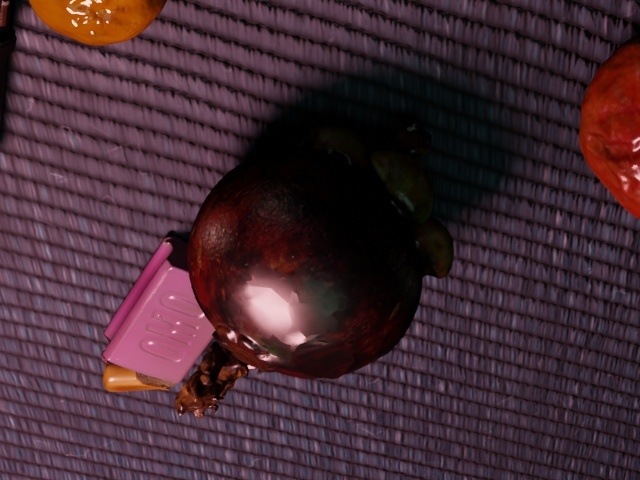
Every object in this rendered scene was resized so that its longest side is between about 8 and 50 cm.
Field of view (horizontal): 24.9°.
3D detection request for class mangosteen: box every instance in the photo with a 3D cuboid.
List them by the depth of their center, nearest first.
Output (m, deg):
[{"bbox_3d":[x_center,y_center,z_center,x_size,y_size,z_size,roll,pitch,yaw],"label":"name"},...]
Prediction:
[{"bbox_3d":[-0.007,0.015,1.710,0.311,0.311,0.311,-2,133,-3],"label":"mangosteen"}]

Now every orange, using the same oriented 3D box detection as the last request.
[{"bbox_3d":[-0.232,-0.274,1.501,0.159,0.136,0.159,-5,137,-5],"label":"orange"}]

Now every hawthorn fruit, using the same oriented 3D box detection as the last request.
[{"bbox_3d":[0.421,-0.102,1.630,0.242,0.271,0.242,-7,142,-5],"label":"hawthorn fruit"}]

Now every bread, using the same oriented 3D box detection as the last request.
[{"bbox_3d":[-0.246,0.179,1.983,0.103,0.049,0.062,-4,162,-3],"label":"bread"}]

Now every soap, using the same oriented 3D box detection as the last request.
[{"bbox_3d":[-0.192,0.093,1.899,0.122,0.065,0.203,20,129,-22],"label":"soap"}]

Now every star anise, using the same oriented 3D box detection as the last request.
[{"bbox_3d":[-0.115,0.160,1.904,0.073,0.177,0.234,49,154,1],"label":"star anise"}]

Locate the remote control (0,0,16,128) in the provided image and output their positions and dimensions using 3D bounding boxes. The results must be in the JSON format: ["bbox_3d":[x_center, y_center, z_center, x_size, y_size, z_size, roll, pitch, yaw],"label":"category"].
[{"bbox_3d":[-0.382,-0.200,1.569,0.062,0.144,0.398,33,133,17],"label":"remote control"}]
